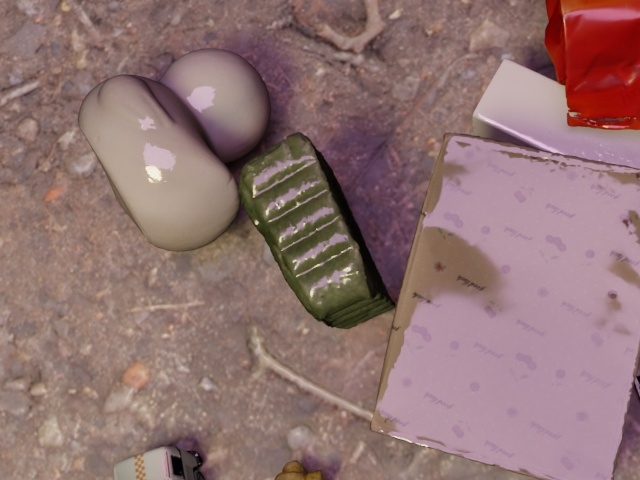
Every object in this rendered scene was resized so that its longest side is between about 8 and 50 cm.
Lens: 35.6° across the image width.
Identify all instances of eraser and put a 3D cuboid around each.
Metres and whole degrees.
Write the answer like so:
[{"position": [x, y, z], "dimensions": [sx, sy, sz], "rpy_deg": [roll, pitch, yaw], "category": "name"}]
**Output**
[{"position": [0.312, -0.089, 1.062], "dimensions": [0.298, 0.076, 0.078], "rpy_deg": [29, 83, 15], "category": "eraser"}]

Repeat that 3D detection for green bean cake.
[{"position": [0.000, 0.000, 1.042], "dimensions": [0.094, 0.183, 0.185], "rpy_deg": [-30, 76, 4], "category": "green bean cake"}]

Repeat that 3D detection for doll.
[{"position": [-0.142, -0.112, 1.098], "dimensions": [0.221, 0.221, 0.251], "rpy_deg": [-36, 40, 0], "category": "doll"}]

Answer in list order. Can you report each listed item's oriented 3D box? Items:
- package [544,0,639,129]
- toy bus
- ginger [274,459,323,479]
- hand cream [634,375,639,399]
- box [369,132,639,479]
[{"position": [0.322, -0.317, 1.054], "dimensions": [0.196, 0.123, 0.424], "rpy_deg": [-5, 63, 8], "category": "package"}, {"position": [-0.160, 0.309, 1.028], "dimensions": [0.087, 0.089, 0.194], "rpy_deg": [-20, 59, 9], "category": "toy bus"}, {"position": [-0.039, 0.343, 1.024], "dimensions": [0.137, 0.074, 0.213], "rpy_deg": [-18, 79, 8], "category": "ginger"}, {"position": [0.385, 0.139, 1.022], "dimensions": [0.122, 0.023, 0.036], "rpy_deg": [-20, 77, 9], "category": "hand cream"}, {"position": [0.196, 0.078, 0.986], "dimensions": [0.225, 0.190, 0.297], "rpy_deg": [13, 78, 13], "category": "box"}]
